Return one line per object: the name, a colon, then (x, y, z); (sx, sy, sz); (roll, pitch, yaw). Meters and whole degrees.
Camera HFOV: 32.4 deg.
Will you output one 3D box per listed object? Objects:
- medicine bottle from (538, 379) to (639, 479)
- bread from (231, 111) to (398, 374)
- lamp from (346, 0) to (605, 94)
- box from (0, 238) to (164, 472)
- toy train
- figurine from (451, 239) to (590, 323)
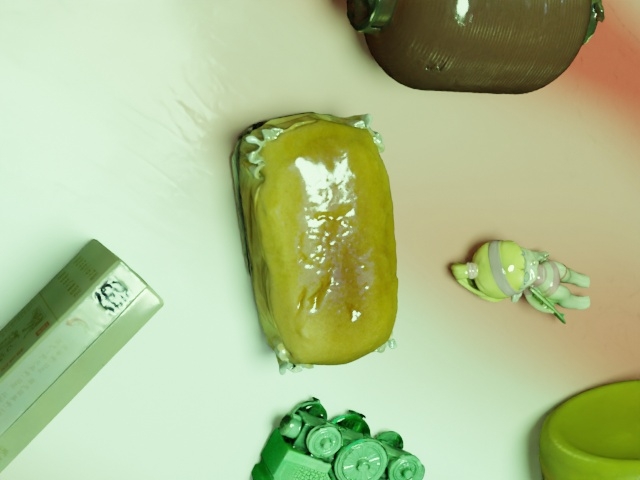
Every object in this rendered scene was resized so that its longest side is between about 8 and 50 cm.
medicine bottle: (0.382, 0.370, 1.251); (0.224, 0.224, 0.384); (-20, 109, -20)
bread: (0.000, 0.000, 1.064); (0.136, 0.107, 0.241); (-12, 106, -19)
lamp: (0.141, -0.229, 1.047); (0.258, 0.180, 0.180); (1, 101, -23)
box: (-0.236, 0.094, 0.956); (0.201, 0.141, 0.058); (-46, 110, -10)
toy train: (0.025, 0.236, 1.146); (0.178, 0.071, 0.104); (26, 98, -25)
figurine: (0.226, 0.045, 1.204); (0.187, 0.083, 0.083); (12, 96, -39)
